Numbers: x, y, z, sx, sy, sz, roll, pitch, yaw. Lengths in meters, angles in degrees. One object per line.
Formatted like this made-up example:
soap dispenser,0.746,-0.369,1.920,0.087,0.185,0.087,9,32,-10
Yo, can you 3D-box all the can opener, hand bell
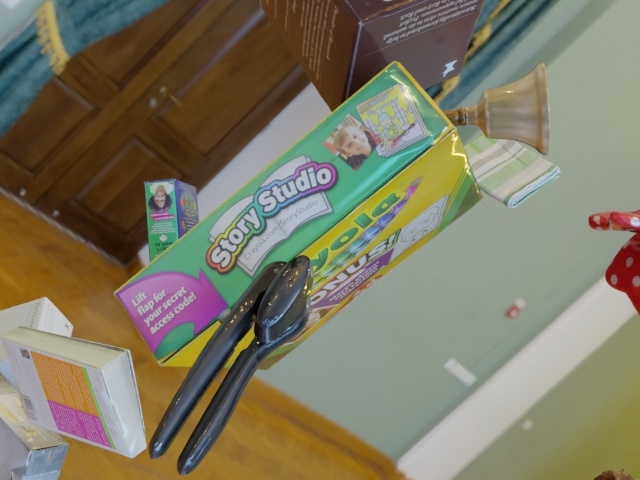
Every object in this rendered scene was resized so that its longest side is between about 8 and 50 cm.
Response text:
can opener,-0.067,0.089,0.634,0.059,0.186,0.073,28,-22,24
hand bell,0.187,-0.171,1.160,0.126,0.241,0.126,-3,90,-79

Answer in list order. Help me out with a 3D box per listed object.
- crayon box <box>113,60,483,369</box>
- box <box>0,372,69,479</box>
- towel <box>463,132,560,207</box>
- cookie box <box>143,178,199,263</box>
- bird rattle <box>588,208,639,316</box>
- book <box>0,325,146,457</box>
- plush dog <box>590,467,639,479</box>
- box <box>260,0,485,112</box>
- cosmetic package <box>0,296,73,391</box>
crayon box,0.000,0.000,0.940,0.106,0.363,0.313,53,7,16
box,-0.427,0.279,1.070,0.231,0.183,0.056,31,17,35
towel,0.285,-0.119,1.323,0.152,0.113,0.023,42,-25,38
cookie box,-0.173,-0.013,0.991,0.092,0.040,0.107,21,64,-82
bird rattle,0.324,-0.049,0.639,0.143,0.253,0.207,43,25,2
book,-0.222,0.135,0.748,0.035,0.144,0.096,-34,122,-48
plush dog,0.352,0.293,0.791,0.211,0.225,0.262,-82,151,-44
box,0.051,-0.277,0.928,0.203,0.168,0.167,57,-20,22
cosmetic package,-0.509,0.180,1.290,0.117,0.231,0.086,-97,164,-48
